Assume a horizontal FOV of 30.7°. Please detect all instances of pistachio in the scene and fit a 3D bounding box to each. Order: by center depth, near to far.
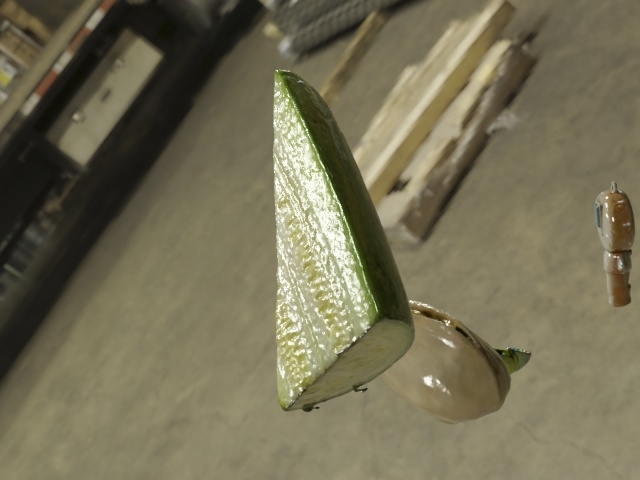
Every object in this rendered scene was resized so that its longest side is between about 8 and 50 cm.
[{"bbox_3d":[0.152,0.161,1.534,0.223,0.152,0.126,26,38,37],"label":"pistachio"}]

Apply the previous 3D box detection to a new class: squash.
[{"bbox_3d":[0.000,0.000,1.190,0.203,0.111,0.288,-48,56,42],"label":"squash"}]

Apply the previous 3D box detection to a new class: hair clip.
[{"bbox_3d":[0.215,0.181,1.734,0.033,0.188,0.060,-94,6,-49],"label":"hair clip"}]

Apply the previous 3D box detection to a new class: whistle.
[{"bbox_3d":[0.489,0.007,1.941,0.057,0.220,0.107,-10,21,0],"label":"whistle"}]
